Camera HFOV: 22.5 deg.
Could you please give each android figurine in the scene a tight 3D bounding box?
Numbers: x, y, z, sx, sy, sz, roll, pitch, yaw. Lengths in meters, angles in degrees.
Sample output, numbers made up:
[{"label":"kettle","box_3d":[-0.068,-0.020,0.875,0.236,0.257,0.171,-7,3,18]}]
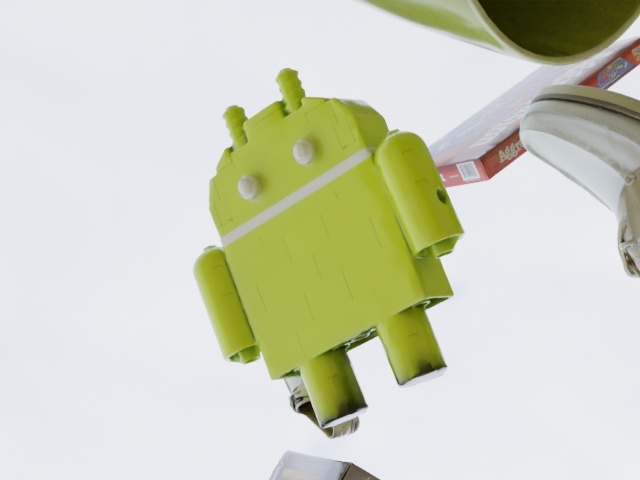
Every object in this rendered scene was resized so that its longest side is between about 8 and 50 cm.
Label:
[{"label":"android figurine","box_3d":[0.000,0.000,1.263,0.056,0.248,0.273,-4,-110,-53]}]

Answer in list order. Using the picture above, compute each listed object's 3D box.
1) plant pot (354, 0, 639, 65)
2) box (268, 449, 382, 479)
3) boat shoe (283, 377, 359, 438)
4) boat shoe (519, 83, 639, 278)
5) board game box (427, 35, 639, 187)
[{"label":"plant pot","box_3d":[0.048,-0.265,1.044,0.293,0.275,0.275,13,-144,41]},{"label":"box","box_3d":[0.077,0.255,1.322,0.231,0.183,0.056,32,-103,-12]},{"label":"boat shoe","box_3d":[-0.010,0.135,1.388,0.035,0.035,0.100,-18,-129,-38]},{"label":"boat shoe","box_3d":[0.263,-0.017,1.183,0.302,0.113,0.103,30,-100,29]},{"label":"board game box","box_3d":[0.204,-0.127,1.635,0.281,0.145,0.027,-36,-73,-34]}]
